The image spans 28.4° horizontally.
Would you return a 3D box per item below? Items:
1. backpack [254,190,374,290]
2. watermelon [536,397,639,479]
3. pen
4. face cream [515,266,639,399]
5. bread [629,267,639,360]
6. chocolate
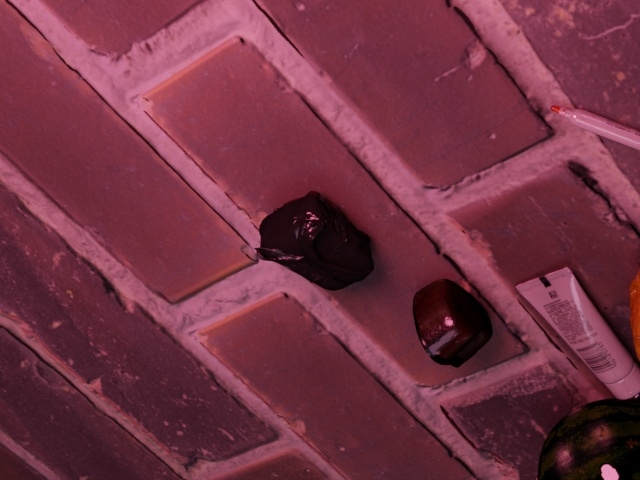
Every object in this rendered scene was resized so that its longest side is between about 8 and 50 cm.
[{"bbox_3d":[-0.002,0.002,1.786,0.120,0.106,0.165,-21,145,32],"label":"backpack"},{"bbox_3d":[0.459,0.373,1.912,0.269,0.269,0.269,7,133,8],"label":"watermelon"},{"bbox_3d":[0.396,-0.132,1.618,0.218,0.026,0.026,20,133,-4],"label":"pen"},{"bbox_3d":[0.389,0.137,1.847,0.092,0.058,0.244,-25,116,38],"label":"face cream"},{"bbox_3d":[0.504,0.125,1.743,0.139,0.143,0.229,-33,115,34],"label":"bread"},{"bbox_3d":[0.199,0.113,1.845,0.080,0.125,0.148,-32,155,25],"label":"chocolate"}]
